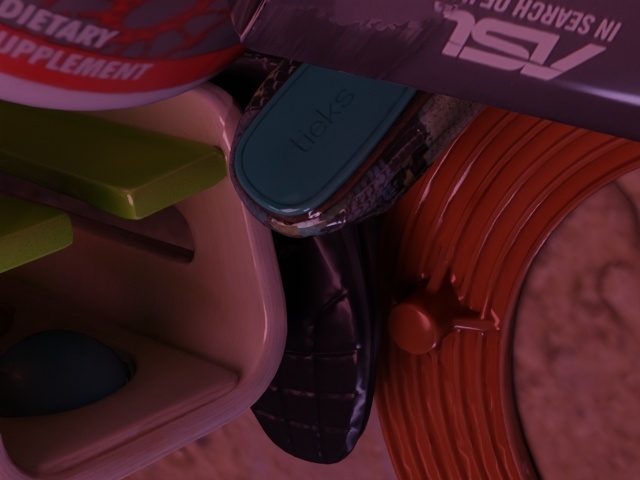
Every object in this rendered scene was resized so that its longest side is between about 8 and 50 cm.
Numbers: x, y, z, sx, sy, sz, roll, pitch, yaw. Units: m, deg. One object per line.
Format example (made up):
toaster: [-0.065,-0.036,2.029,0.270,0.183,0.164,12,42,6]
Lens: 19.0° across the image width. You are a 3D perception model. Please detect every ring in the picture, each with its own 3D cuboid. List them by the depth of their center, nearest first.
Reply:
ring: [0.155,0.072,0.637,0.336,0.032,0.337,17,123,27]

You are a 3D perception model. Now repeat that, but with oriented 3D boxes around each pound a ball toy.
pound a ball toy: [-0.191,0.016,0.702,0.319,0.208,0.136,15,122,48]

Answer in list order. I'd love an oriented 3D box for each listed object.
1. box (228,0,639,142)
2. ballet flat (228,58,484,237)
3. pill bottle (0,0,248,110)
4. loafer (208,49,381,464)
box: [0.161,-0.116,0.383,0.307,0.076,0.242,12,132,-19]
ballet flat: [0.046,-0.076,0.602,0.188,0.070,0.070,-43,85,8]
pill bottle: [-0.009,-0.210,0.482,0.210,0.210,0.363,50,132,3]
loafer: [0.000,0.000,0.689,0.062,0.061,0.170,10,119,24]
